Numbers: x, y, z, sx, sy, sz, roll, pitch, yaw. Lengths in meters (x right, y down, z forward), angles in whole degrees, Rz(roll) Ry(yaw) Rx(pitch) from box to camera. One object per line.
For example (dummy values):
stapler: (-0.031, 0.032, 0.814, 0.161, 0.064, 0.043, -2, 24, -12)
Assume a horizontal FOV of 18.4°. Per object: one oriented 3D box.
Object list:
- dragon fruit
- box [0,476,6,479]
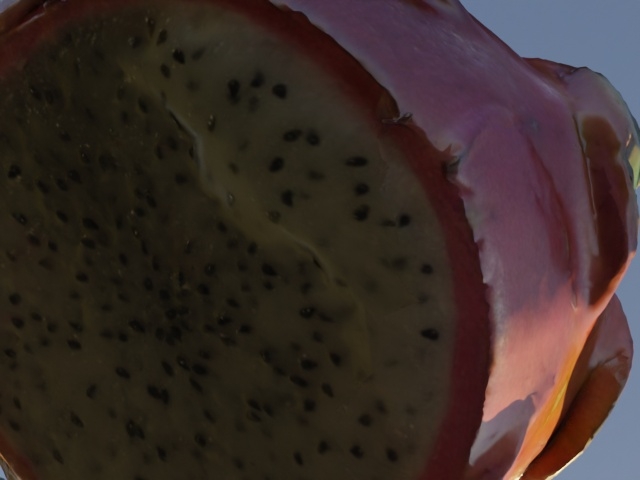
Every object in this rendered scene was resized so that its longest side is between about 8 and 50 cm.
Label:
dragon fruit: (0.000, 0.000, 0.796, 0.291, 0.189, 0.290, 15, -61, 30)
box: (-0.360, 0.166, 1.248, 0.178, 0.329, 0.252, -4, -65, 35)
